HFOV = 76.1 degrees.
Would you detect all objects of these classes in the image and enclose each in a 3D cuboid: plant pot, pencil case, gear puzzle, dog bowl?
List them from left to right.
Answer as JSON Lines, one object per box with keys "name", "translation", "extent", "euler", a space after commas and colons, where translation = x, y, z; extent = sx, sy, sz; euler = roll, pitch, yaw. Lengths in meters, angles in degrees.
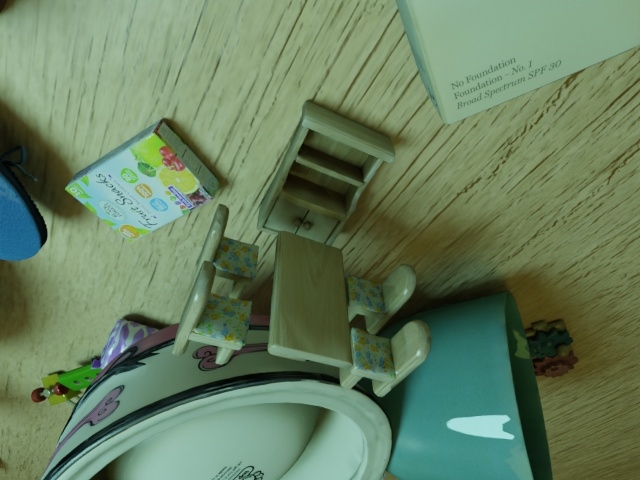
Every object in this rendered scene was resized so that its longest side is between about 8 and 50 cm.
{"name": "pencil case", "translation": [-0.261, 0.202, 0.694], "extent": [0.206, 0.086, 0.088], "euler": [27, 104, -23]}
{"name": "dog bowl", "translation": [-0.123, 0.268, 0.517], "extent": [0.407, 0.150, 0.408], "euler": [-11, 123, -17]}
{"name": "plant pot", "translation": [0.190, 0.238, 0.619], "extent": [0.235, 0.293, 0.293], "euler": [-13, 133, 28]}
{"name": "gear puzzle", "translation": [0.313, 0.258, 0.790], "extent": [0.338, 0.044, 0.175], "euler": [-23, 129, 19]}

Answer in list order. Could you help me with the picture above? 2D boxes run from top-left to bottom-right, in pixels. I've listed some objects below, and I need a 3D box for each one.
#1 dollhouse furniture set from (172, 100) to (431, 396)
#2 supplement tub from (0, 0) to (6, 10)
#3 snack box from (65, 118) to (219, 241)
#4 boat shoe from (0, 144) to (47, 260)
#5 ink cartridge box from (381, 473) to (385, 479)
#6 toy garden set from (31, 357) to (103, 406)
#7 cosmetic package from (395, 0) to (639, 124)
{"name": "dollhouse furniture set", "translation": [0.000, 0.000, 0.412], "extent": [0.212, 0.242, 0.161], "euler": [18, 129, -18]}
{"name": "supplement tub", "translation": [-0.315, -0.175, 0.273], "extent": [0.105, 0.198, 0.106], "euler": [0, 133, 0]}
{"name": "snack box", "translation": [-0.208, -0.065, 0.486], "extent": [0.141, 0.037, 0.100], "euler": [-23, 128, 19]}
{"name": "boat shoe", "translation": [-0.372, -0.096, 0.425], "extent": [0.108, 0.089, 0.258], "euler": [-16, 127, -4]}
{"name": "ink cartridge box", "translation": [0.020, 0.603, 1.050], "extent": [0.207, 0.117, 0.283], "euler": [10, 131, -10]}
{"name": "toy garden set", "translation": [-0.416, 0.313, 0.824], "extent": [0.203, 0.049, 0.244], "euler": [-20, 131, 14]}
{"name": "cosmetic package", "translation": [0.106, -0.257, 0.269], "extent": [0.160, 0.113, 0.309], "euler": [-21, 130, 17]}
